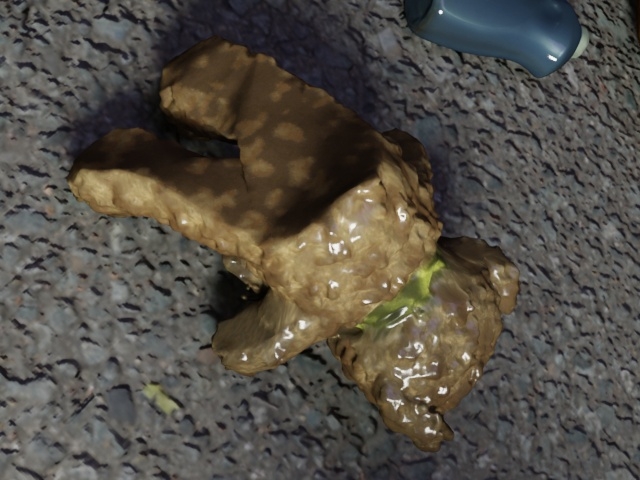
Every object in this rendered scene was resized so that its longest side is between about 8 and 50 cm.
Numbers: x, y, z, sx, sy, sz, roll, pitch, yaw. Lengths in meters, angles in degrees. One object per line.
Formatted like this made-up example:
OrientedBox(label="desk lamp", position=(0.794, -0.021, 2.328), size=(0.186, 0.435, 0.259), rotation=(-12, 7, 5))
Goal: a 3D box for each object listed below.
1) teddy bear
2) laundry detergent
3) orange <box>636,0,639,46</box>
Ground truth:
OrientedBox(label="teddy bear", position=(-0.008, -0.002, 0.880), size=(0.296, 0.222, 0.246), rotation=(20, 56, 28))
OrientedBox(label="laundry detergent", position=(0.179, -0.214, 1.125), size=(0.206, 0.061, 0.096), rotation=(13, 56, -28))
OrientedBox(label="orange", position=(0.451, -0.225, 1.178), size=(0.264, 0.264, 0.264), rotation=(12, 64, -27))
